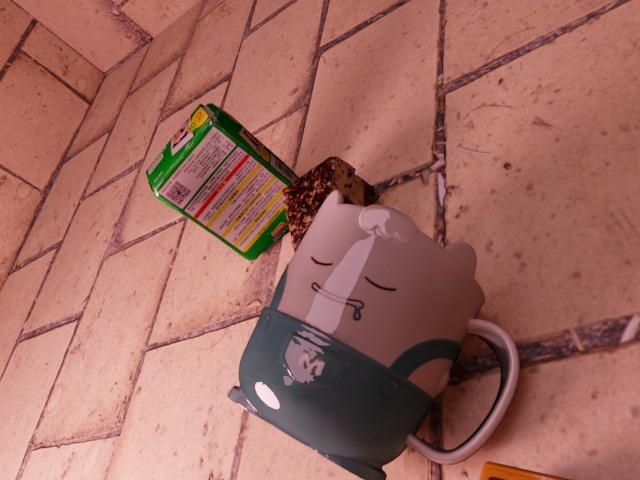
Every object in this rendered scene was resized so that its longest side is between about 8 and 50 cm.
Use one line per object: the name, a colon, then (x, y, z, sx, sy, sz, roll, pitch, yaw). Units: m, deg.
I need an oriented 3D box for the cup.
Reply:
cup: (0.069, 0.121, 0.693, 0.290, 0.219, 0.257, 25, 77, 21)

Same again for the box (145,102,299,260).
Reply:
box: (-0.156, -0.097, 1.076, 0.180, 0.250, 0.103, -48, 30, 6)

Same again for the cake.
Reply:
cake: (-0.005, 0.010, 0.939, 0.135, 0.112, 0.246, -17, 51, 42)

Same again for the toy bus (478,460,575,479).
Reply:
toy bus: (0.223, 0.238, 0.501, 0.194, 0.088, 0.083, -5, 55, 46)
